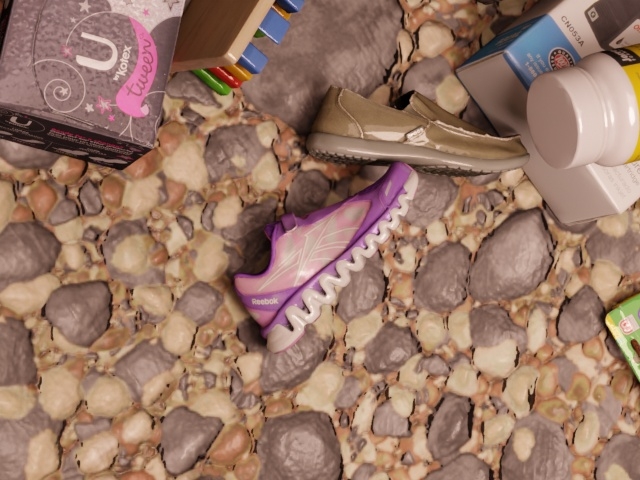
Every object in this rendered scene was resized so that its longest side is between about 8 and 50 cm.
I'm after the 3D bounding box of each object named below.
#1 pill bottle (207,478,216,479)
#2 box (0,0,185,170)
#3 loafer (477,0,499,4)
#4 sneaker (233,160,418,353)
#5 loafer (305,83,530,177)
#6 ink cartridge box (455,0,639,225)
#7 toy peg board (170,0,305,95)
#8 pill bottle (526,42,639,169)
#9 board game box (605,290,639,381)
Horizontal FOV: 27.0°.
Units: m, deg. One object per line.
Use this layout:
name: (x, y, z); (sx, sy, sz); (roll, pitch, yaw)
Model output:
pill bottle: (-0.101, 0.312, 1.311); (0.078, 0.078, 0.137); (26, 77, -16)
box: (-0.222, -0.212, 1.284); (0.163, 0.142, 0.247); (14, 80, -18)
loafer: (0.304, -0.388, 1.420); (0.365, 0.134, 0.130); (-28, 97, 14)
sneaker: (0.000, 0.000, 1.360); (0.104, 0.095, 0.236); (43, 89, 2)
loafer: (0.110, -0.119, 1.423); (0.251, 0.094, 0.088); (6, 87, -20)
ink cartridge box: (0.344, -0.199, 1.499); (0.307, 0.129, 0.223); (-40, 98, -19)
toy peg board: (-0.067, -0.222, 1.342); (0.079, 0.160, 0.161); (38, 73, -29)
pill bottle: (0.323, -0.140, 1.354); (0.208, 0.119, 0.119); (-14, 90, -20)
board game box: (0.457, 0.078, 1.540); (0.259, 0.039, 0.124); (-29, 87, -13)
